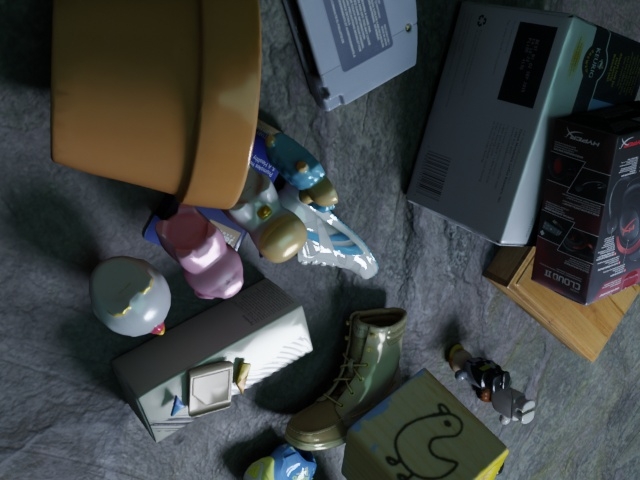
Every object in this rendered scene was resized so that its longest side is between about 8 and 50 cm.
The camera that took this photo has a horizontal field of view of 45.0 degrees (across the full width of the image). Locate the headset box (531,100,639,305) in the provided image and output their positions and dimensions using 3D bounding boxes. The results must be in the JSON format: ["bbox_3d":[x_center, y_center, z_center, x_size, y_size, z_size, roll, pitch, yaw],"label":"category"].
[{"bbox_3d":[0.445,-0.048,1.179,0.218,0.110,0.294,-16,120,-33],"label":"headset box"}]

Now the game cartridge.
[{"bbox_3d":[0.041,-0.358,1.097,0.198,0.062,0.297,-35,126,-24],"label":"game cartridge"}]

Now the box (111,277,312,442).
[{"bbox_3d":[-0.156,0.171,1.145,0.275,0.113,0.094,-27,124,-22],"label":"box"}]

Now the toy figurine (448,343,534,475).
[{"bbox_3d":[0.295,0.336,1.523,0.213,0.148,0.210,41,78,-37],"label":"toy figurine"}]

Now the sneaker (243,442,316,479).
[{"bbox_3d":[-0.039,0.447,1.360,0.126,0.091,0.240,-42,133,-22],"label":"sneaker"}]

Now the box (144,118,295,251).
[{"bbox_3d":[-0.142,-0.074,1.099,0.136,0.036,0.225,26,95,-40],"label":"box"}]

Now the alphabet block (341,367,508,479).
[{"bbox_3d":[0.170,0.376,1.311,0.192,0.197,0.193,-34,150,-24],"label":"alphabet block"}]

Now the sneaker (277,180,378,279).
[{"bbox_3d":[0.000,0.000,1.207,0.228,0.087,0.092,39,91,-32],"label":"sneaker"}]

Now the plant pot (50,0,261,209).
[{"bbox_3d":[-0.197,-0.182,0.874,0.203,0.291,0.291,1,110,-19],"label":"plant pot"}]

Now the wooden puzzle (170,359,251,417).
[{"bbox_3d":[-0.154,0.207,1.083,0.116,0.014,0.079,-1,107,-36],"label":"wooden puzzle"}]

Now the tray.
[{"bbox_3d":[0.519,0.087,1.614,0.411,0.076,0.203,36,87,-39],"label":"tray"}]

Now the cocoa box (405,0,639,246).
[{"bbox_3d":[0.335,-0.185,1.263,0.227,0.231,0.347,3,108,-38],"label":"cocoa box"}]

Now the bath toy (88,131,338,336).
[{"bbox_3d":[-0.141,0.012,1.038,0.348,0.151,0.129,-37,158,-11],"label":"bath toy"}]

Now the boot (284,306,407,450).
[{"bbox_3d":[0.049,0.231,1.320,0.261,0.095,0.204,-15,119,-37],"label":"boot"}]
